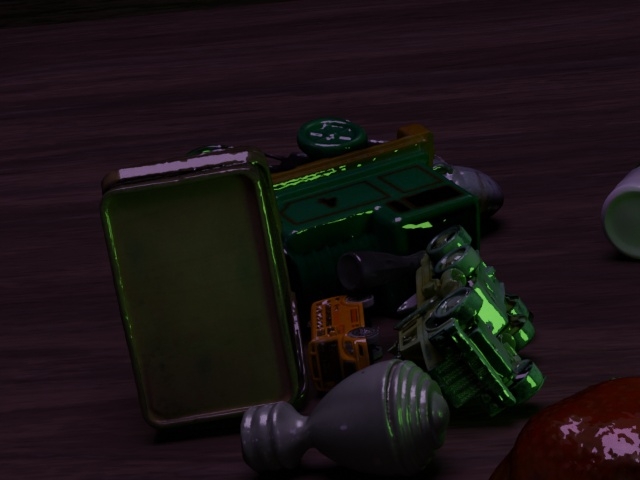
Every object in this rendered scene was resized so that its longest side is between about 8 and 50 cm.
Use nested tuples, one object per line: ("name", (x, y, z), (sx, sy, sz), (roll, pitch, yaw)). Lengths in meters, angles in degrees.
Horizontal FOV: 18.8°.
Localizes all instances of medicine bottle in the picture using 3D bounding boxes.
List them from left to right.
("medicine bottle", (0.411, -0.061, 2.265), (0.095, 0.095, 0.260), (3, 21, 29))

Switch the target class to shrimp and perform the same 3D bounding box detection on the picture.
("shrimp", (0.059, -0.068, 2.392), (0.343, 0.116, 0.145), (6, 21, 18))

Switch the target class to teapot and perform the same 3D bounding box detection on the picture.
("teapot", (0.071, 0.028, 2.019), (0.111, 0.042, 0.043), (-6, 13, -39))

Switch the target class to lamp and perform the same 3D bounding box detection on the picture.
("lamp", (0.023, 0.167, 1.733), (0.193, 0.106, 0.106), (-12, 16, 19))

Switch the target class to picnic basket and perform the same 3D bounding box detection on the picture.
("picnic basket", (-0.111, 0.044, 1.893), (0.165, 0.266, 0.139), (-10, 11, 2))

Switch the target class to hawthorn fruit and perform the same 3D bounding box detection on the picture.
("hawthorn fruit", (0.247, 0.194, 1.411), (0.253, 0.205, 0.205), (-10, 17, -32))

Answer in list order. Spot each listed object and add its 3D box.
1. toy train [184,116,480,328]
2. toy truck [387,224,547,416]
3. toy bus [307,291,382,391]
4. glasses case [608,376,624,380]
("toy train", (0.000, 0.000, 2.142), (0.429, 0.178, 0.249), (-18, 32, -29))
("toy truck", (0.131, 0.096, 1.903), (0.135, 0.128, 0.259), (-37, 14, 9))
("toy bus", (0.025, 0.107, 1.945), (0.074, 0.069, 0.162), (-8, 17, 2))
("glasses case", (0.344, 0.180, 1.559), (0.272, 0.095, 0.062), (7, 24, 39))
